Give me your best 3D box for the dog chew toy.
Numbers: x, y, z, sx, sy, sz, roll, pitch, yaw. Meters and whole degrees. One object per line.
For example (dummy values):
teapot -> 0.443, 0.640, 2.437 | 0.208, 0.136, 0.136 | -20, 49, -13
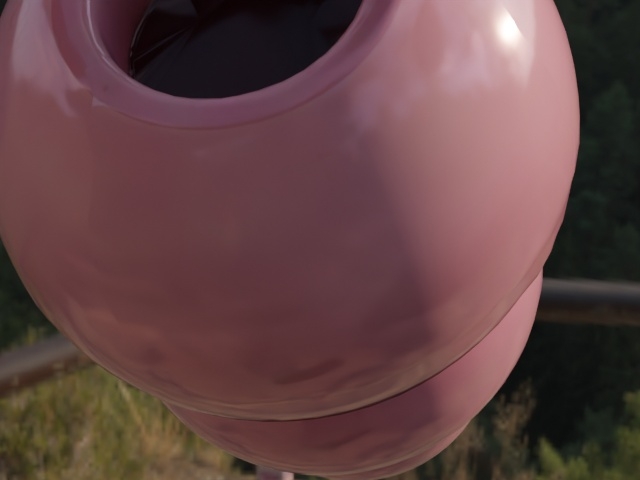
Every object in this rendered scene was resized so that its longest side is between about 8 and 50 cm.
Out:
dog chew toy -> 0.000, 0.000, 0.536 | 0.207, 0.332, 0.206 | -5, 61, 9
